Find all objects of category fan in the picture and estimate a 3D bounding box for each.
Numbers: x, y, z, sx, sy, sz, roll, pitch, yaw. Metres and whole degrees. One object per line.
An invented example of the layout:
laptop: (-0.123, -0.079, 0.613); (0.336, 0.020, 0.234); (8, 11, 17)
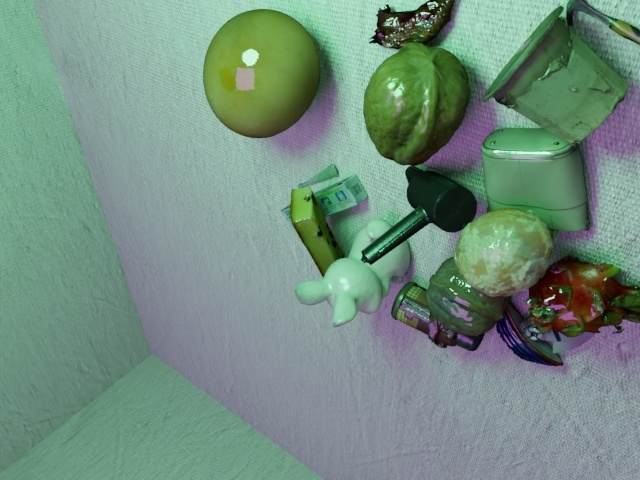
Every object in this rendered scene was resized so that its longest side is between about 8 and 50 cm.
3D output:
fan: (-0.011, -0.199, 1.665); (0.193, 0.016, 0.038); (-18, 104, 49)

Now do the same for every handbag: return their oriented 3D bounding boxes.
handbag: (0.495, -0.110, 1.212); (0.241, 0.109, 0.315); (12, 141, 40)

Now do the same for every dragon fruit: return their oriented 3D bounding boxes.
dragon fruit: (0.609, 0.141, 1.181); (0.269, 0.200, 0.198); (21, 137, 31)

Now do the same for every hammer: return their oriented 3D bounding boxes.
hammer: (0.543, -0.391, 0.960); (0.201, 0.021, 0.078); (40, 141, 15)

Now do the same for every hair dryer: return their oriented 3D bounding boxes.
hair dryer: (0.209, -0.057, 1.323); (0.116, 0.302, 0.244); (55, 179, -24)

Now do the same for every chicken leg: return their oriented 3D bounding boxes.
chicken leg: (0.204, -0.489, 1.184); (0.234, 0.063, 0.105); (8, 130, 38)

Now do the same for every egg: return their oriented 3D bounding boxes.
egg: (-0.161, -0.433, 1.391); (0.301, 0.301, 0.374); (52, 144, -2)
egg: (0.416, 0.024, 1.192); (0.203, 0.203, 0.245); (46, 149, 6)

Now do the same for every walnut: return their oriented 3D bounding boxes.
walnut: (0.209, -0.308, 1.195); (0.283, 0.227, 0.283); (177, 90, -79)
walnut: (0.397, 0.148, 1.400); (0.224, 0.224, 0.224); (26, 135, 28)

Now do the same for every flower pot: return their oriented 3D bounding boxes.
flower pot: (0.453, -0.296, 0.993); (0.202, 0.212, 0.212); (39, 141, 3)

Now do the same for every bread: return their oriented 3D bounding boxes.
bread: (-0.001, 0.000, 1.637); (0.077, 0.138, 0.361); (-15, 138, 12)

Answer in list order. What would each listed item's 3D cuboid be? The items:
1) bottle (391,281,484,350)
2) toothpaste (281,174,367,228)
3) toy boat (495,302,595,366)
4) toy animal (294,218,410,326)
bottle: (0.351, 0.242, 1.565); (0.271, 0.143, 0.156); (28, 137, 24)
toothpaste: (0.003, -0.119, 1.674); (0.336, 0.067, 0.081); (-18, 108, 50)
toy boat: (0.625, 0.236, 1.370); (0.318, 0.072, 0.219); (-11, 109, 38)
toy animal: (0.103, 0.099, 1.528); (0.196, 0.367, 0.241); (29, 149, 29)
